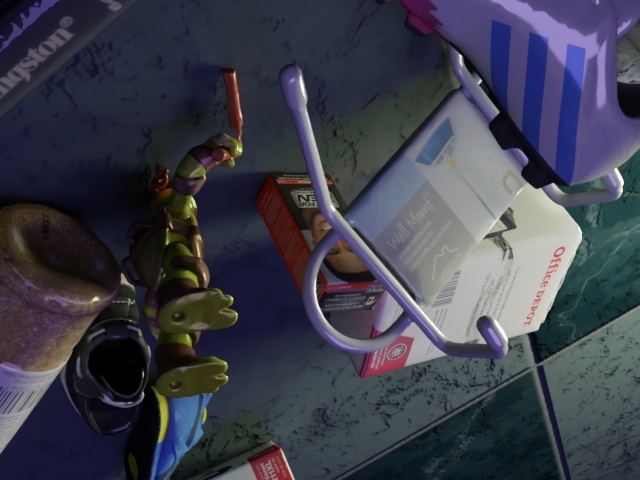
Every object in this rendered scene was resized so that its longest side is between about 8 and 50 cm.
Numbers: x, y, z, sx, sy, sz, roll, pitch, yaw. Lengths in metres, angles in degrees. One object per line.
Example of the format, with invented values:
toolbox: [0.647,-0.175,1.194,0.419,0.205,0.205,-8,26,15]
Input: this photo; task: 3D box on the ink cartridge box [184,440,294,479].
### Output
ink cartridge box: [-0.120,0.316,1.261,0.175,0.072,0.127,-22,177,-11]

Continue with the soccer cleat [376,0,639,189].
soccer cleat: [0.140,-0.180,0.746,0.143,0.116,0.331,-31,120,26]

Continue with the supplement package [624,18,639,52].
supplement package: [0.341,-0.215,0.813,0.204,0.262,0.145,-39,167,11]

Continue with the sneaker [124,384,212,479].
sneaker: [-0.169,0.231,1.176,0.082,0.069,0.209,-9,139,-32]

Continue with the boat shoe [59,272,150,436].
boat shoe: [-0.209,0.134,1.028,0.084,0.079,0.233,-15,143,-22]

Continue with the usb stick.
usb stick: [-0.228,-0.128,0.731,0.278,0.045,0.077,-38,142,9]

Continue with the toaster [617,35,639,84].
toaster: [0.350,-0.202,0.976,0.227,0.129,0.146,-39,141,13]

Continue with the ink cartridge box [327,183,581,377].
ink cartridge box: [0.143,0.038,1.137,0.237,0.100,0.172,-13,140,-21]

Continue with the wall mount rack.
wall mount rack: [0.102,-0.079,0.880,0.304,0.130,0.350,49,64,-17]

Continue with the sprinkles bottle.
sprinkles bottle: [-0.311,0.130,0.914,0.121,0.121,0.355,14,125,-44]

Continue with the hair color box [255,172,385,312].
hair color box: [0.000,0.000,0.957,0.072,0.141,0.043,-2,138,-34]

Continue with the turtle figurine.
turtle figurine: [-0.117,0.006,0.857,0.087,0.217,0.269,11,123,-21]
